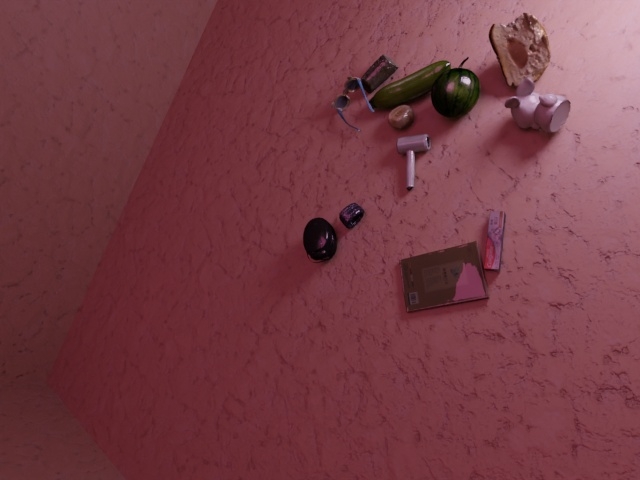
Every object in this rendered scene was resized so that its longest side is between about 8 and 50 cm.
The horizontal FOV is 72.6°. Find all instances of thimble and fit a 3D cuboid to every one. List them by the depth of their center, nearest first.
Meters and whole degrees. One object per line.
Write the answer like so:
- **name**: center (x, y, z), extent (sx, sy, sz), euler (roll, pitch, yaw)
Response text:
- **thimble**: center (0.135, -0.107, 1.888), extent (0.104, 0.095, 0.066), euler (-33, 63, -22)

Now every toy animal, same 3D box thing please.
- **toy animal**: center (0.767, -0.471, 1.545), extent (0.193, 0.178, 0.128), euler (40, 95, 33)

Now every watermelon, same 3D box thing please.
- **watermelon**: center (0.535, -0.597, 1.727), extent (0.187, 0.188, 0.215), euler (6, 93, 34)

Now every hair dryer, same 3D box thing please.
- **hair dryer**: center (0.383, -0.323, 1.812), extent (0.131, 0.073, 0.237), euler (-1, 77, 31)

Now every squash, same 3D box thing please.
- **squash**: center (0.385, -0.662, 1.895), extent (0.394, 0.107, 0.107), euler (-17, 66, 33)

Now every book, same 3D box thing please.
- **book**: center (0.455, 0.141, 1.641), extent (0.310, 0.021, 0.217), euler (-16, 66, 28)

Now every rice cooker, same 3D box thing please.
- **rice cooker**: center (0.000, 0.001, 1.919), extent (0.142, 0.118, 0.203), euler (-16, 66, 27)

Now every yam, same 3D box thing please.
- **yam**: center (0.267, -0.771, 2.014), extent (0.183, 0.107, 0.107), euler (-44, 56, 15)

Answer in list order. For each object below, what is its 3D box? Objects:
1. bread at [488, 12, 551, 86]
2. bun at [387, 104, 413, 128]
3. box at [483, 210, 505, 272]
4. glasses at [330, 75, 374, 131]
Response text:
- **bread**: center (0.749, -0.688, 1.614), extent (0.183, 0.224, 0.212), euler (-15, 75, 34)
- **bun**: center (0.352, -0.533, 1.899), extent (0.115, 0.069, 0.115), euler (-21, 44, 21)
- **box**: center (0.626, 0.002, 1.564), extent (0.055, 0.039, 0.218), euler (4, 77, 32)
- **glasses**: center (0.170, -0.624, 2.028), extent (0.221, 0.088, 0.190), euler (56, 133, 19)
